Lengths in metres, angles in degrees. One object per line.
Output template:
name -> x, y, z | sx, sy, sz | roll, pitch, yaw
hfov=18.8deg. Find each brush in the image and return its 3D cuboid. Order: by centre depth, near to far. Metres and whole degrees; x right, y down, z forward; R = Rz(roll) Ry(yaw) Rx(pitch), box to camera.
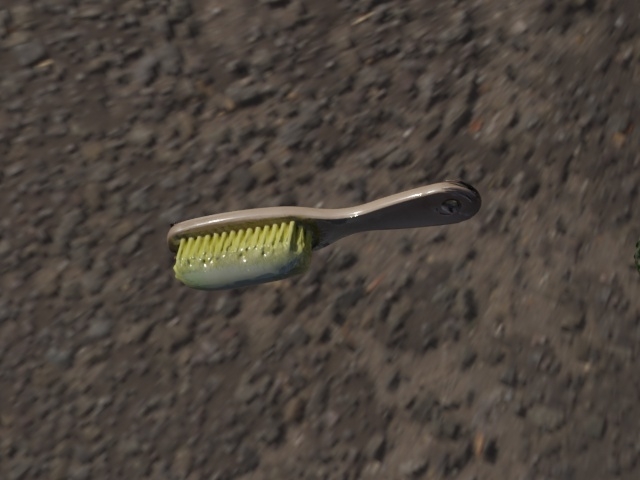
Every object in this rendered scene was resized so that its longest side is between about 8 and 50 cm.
brush -> 0.001, 0.002, 1.796 | 0.313, 0.067, 0.072 | -10, 144, 20

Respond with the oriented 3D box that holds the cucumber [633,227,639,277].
cucumber -> 0.316, -0.047, 1.499 | 0.096, 0.359, 0.096 | 2, 63, -3
